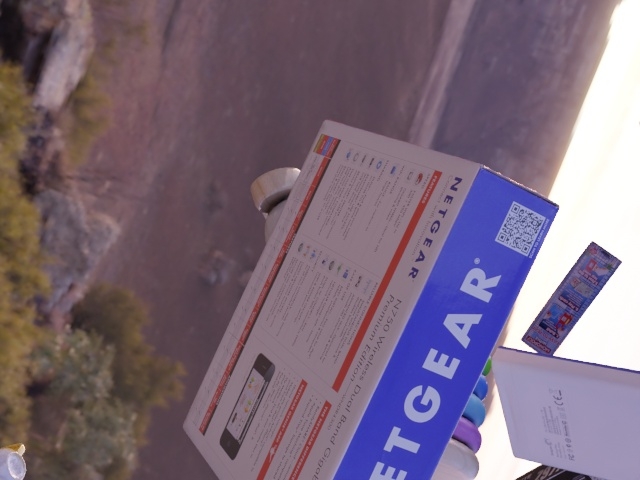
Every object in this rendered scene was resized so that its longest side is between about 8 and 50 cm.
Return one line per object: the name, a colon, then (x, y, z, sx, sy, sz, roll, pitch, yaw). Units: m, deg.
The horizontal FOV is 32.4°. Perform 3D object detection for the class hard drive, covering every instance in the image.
hard drive: (0.407, 0.258, 1.533, 0.040, 0.318, 0.210, -51, 136, -39)

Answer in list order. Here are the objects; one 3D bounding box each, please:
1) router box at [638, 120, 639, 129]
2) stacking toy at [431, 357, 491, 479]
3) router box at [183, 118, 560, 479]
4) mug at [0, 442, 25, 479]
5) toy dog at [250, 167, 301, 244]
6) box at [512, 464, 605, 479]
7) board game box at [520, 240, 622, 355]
router box: (0.693, -0.116, 1.821, 0.081, 0.309, 0.243, 9, 74, -43)
stacking toy: (0.171, 0.146, 1.459, 0.141, 0.141, 0.330, 96, 10, -65)
router box: (0.022, 0.078, 0.940, 0.335, 0.082, 0.301, -65, -155, 3)
mug: (-0.394, 0.274, 1.338, 0.062, 0.064, 0.078, 48, 31, -46)
toy dog: (0.000, 0.000, 1.666, 0.334, 0.161, 0.220, 67, 9, -88)
box: (0.452, 0.441, 1.708, 0.322, 0.257, 0.079, -42, -179, 38)
board game box: (0.402, 0.096, 1.772, 0.194, 0.060, 0.194, -54, 169, 6)
